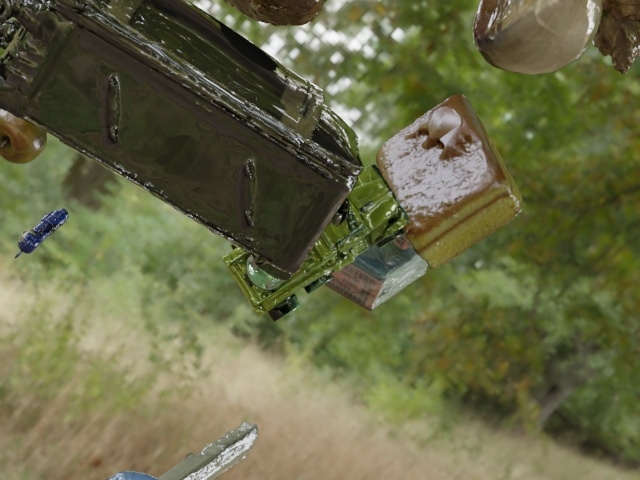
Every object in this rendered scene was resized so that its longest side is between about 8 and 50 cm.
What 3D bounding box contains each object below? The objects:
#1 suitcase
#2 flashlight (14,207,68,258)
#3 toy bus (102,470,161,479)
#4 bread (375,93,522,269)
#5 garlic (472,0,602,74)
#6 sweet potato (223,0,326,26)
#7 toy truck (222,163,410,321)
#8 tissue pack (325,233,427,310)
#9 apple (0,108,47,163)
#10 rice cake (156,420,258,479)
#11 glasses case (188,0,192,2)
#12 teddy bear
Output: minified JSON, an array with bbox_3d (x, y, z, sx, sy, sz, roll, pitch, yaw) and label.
[{"bbox_3d":[-0.151,-0.145,1.442,0.434,0.194,0.283,33,12,-8],"label":"suitcase"},{"bbox_3d":[-0.461,-0.017,2.216,0.035,0.057,0.121,44,47,-4],"label":"flashlight"},{"bbox_3d":[-0.219,0.349,1.335,0.197,0.231,0.294,25,3,1],"label":"toy bus"},{"bbox_3d":[0.192,-0.097,2.069,0.110,0.184,0.234,45,16,-41],"label":"bread"},{"bbox_3d":[0.204,-0.221,1.216,0.090,0.128,0.198,9,-13,-13],"label":"garlic"},{"bbox_3d":[-0.050,-0.327,1.731,0.114,0.092,0.341,61,-23,-15],"label":"sweet potato"},{"bbox_3d":[0.002,-0.001,1.899,0.128,0.259,0.135,58,-11,2],"label":"toy truck"},{"bbox_3d":[0.015,-0.015,2.272,0.316,0.103,0.228,31,26,17],"label":"tissue pack"},{"bbox_3d":[-0.448,-0.159,2.003,0.089,0.074,0.089,33,-37,30],"label":"apple"},{"bbox_3d":[-0.191,0.363,2.165,0.052,0.057,0.256,40,39,17],"label":"rice cake"},{"bbox_3d":[-0.254,-0.307,1.707,0.076,0.144,0.336,17,-35,54],"label":"glasses case"},{"bbox_3d":[0.487,-0.391,1.905,0.222,0.296,0.246,27,32,-55],"label":"teddy bear"}]
